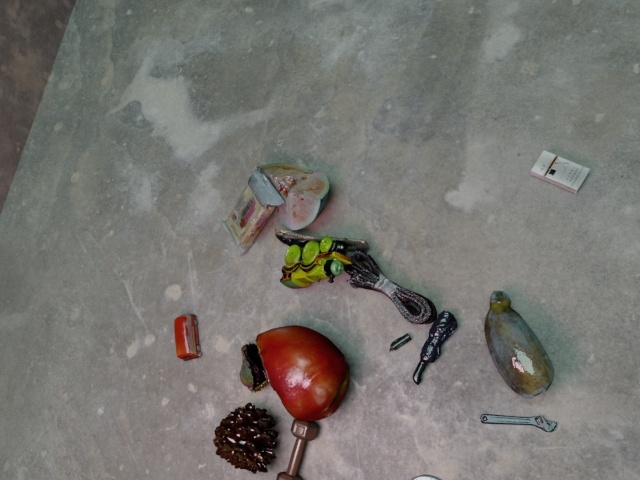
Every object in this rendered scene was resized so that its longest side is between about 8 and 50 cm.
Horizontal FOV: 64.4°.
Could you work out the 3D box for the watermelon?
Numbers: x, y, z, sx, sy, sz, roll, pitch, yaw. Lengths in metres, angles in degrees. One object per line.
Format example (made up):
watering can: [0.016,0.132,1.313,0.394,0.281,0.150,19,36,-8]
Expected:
watermelon: [-0.076,-0.167,1.901,0.175,0.188,0.322,-22,46,-27]

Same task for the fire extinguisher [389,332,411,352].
fire extinguisher: [0.255,0.334,1.659,0.083,0.025,0.038,-37,26,6]

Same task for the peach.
peach: [-0.077,0.411,1.625,0.338,0.281,0.281,22,81,22]

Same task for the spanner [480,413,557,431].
spanner: [0.573,0.527,1.477,0.208,0.012,0.046,-3,72,20]

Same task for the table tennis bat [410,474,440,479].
table tennis bat: [0.294,0.809,1.476,0.153,0.040,0.244,18,76,26]

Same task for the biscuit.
biscuit: [-0.264,-0.108,1.924,0.309,0.079,0.186,-52,60,34]

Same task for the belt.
belt: [0.226,0.159,1.690,0.359,0.094,0.126,32,86,26]

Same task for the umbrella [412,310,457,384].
umbrella: [0.350,0.335,1.597,0.071,0.071,0.248,29,83,27]

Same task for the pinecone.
pinecone: [-0.236,0.633,1.647,0.221,0.221,0.221,-7,70,19]

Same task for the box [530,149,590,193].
box: [0.771,-0.221,1.639,0.154,0.040,0.084,31,86,26]

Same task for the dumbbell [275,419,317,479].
dumbbell: [-0.077,0.693,1.631,0.092,0.082,0.231,12,77,25]

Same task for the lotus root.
lotus root: [0.555,0.299,1.484,0.140,0.158,0.322,-28,58,10]

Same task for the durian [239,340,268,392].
durian: [-0.224,0.457,1.776,0.108,0.119,0.186,-60,42,37]

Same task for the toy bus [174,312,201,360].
toy bus: [-0.505,0.359,1.911,0.079,0.077,0.174,-18,67,14]

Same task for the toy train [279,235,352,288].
toy train: [-0.018,0.080,1.754,0.296,0.100,0.160,-15,59,46]

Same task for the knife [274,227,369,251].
knife: [-0.002,0.006,1.836,0.365,0.089,0.043,7,62,21]
